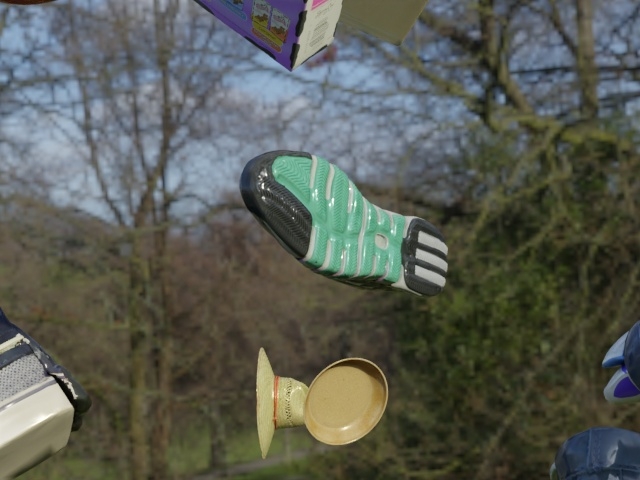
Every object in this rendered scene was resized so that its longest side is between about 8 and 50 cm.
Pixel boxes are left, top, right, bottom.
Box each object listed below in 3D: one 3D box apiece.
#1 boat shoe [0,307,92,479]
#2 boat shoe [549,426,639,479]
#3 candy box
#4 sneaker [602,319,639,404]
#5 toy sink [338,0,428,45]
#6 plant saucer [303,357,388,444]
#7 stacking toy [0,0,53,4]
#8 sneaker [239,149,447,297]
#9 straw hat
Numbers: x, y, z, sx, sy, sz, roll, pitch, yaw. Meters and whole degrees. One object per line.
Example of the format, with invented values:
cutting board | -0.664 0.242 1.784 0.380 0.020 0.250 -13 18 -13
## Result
boat shoe | -0.379 0.171 1.036 0.340 0.158 0.127 -28 -23 -32
boat shoe | 0.165 0.132 0.604 0.095 0.079 0.254 -10 -15 29
candy box | -0.051 -0.281 1.122 0.070 0.165 0.196 -40 -20 -34
sneaker | 0.370 0.128 1.234 0.236 0.130 0.323 -45 -12 35
toy sink | 0.098 -0.366 1.395 0.131 0.152 0.234 21 -41 -10
plant saucer | 0.020 0.140 1.084 0.083 0.083 0.015 -4 19 -26
stacking toy | -0.103 -0.287 0.676 0.309 0.279 0.130 -11 -12 3
sneaker | 0.000 0.000 0.952 0.098 0.083 0.224 -9 -27 41
straw hat | -0.044 0.206 1.550 0.061 0.144 0.144 -1 0 4
